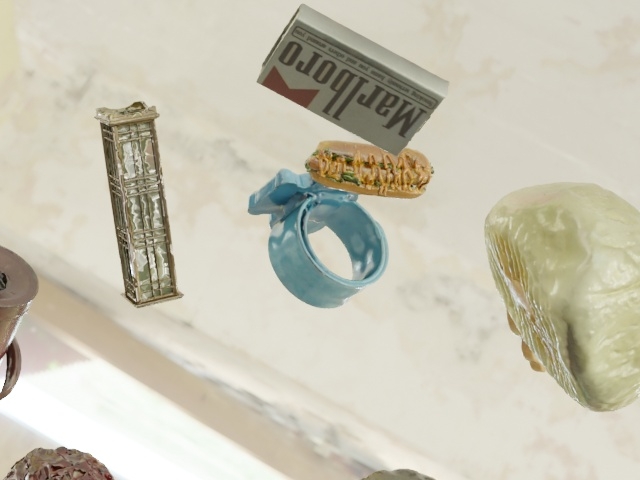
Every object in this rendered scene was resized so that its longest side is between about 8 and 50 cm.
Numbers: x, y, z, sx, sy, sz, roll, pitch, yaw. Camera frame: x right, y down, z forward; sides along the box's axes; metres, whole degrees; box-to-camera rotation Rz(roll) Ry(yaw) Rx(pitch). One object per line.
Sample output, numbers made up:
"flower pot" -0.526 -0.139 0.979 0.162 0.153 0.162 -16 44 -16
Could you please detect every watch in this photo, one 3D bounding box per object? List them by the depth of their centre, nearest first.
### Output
"watch" 0.000 0.000 1.973 0.211 0.193 0.211 -12 -21 -5

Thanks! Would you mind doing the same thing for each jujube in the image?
"jujube" -0.190 0.221 0.938 0.104 0.166 0.104 -6 -46 -6

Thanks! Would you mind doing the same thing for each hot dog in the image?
"hot dog" 0.072 -0.095 1.772 0.188 0.072 0.055 6 14 -13

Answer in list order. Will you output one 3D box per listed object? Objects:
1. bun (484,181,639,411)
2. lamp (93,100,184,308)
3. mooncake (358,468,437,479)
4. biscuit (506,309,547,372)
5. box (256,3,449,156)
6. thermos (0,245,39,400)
"bun" 0.263 0.048 1.241 0.244 0.153 0.244 -24 90 -90
"lamp" -0.295 -0.058 2.115 0.090 0.089 0.325 -153 -126 -61
"mooncake" 0.084 0.404 1.624 0.124 0.228 0.228 52 -5 43
"biscuit" 0.307 0.071 1.845 0.040 0.144 0.236 -3 -76 47
"box" 0.033 -0.167 1.365 0.177 0.036 0.115 27 -38 -11
"thermos" -0.353 0.115 1.214 0.124 0.232 0.099 7 36 -40
